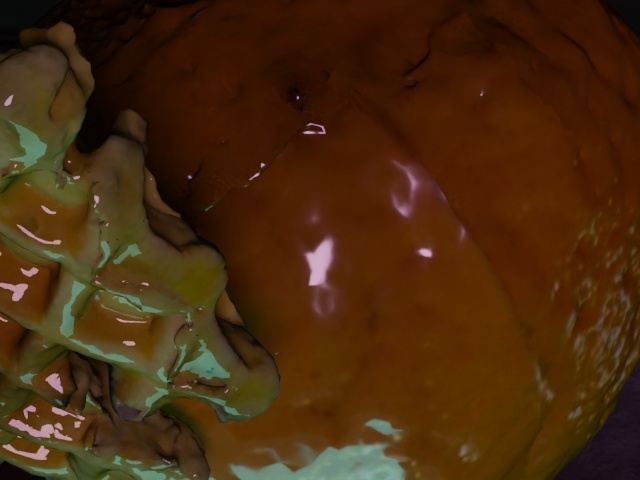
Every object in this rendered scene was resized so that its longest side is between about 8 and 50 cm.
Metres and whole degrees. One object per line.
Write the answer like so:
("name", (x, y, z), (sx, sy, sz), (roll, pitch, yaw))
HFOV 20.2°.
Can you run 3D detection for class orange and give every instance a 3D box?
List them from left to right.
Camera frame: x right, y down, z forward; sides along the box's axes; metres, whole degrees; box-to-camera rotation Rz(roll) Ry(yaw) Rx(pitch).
("orange", (0.000, 0.000, 0.833), (0.341, 0.293, 0.340), (-21, -156, 10))

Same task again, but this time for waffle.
("waffle", (-0.142, 0.005, 0.633), (0.250, 0.056, 0.261), (5, 141, 32))
